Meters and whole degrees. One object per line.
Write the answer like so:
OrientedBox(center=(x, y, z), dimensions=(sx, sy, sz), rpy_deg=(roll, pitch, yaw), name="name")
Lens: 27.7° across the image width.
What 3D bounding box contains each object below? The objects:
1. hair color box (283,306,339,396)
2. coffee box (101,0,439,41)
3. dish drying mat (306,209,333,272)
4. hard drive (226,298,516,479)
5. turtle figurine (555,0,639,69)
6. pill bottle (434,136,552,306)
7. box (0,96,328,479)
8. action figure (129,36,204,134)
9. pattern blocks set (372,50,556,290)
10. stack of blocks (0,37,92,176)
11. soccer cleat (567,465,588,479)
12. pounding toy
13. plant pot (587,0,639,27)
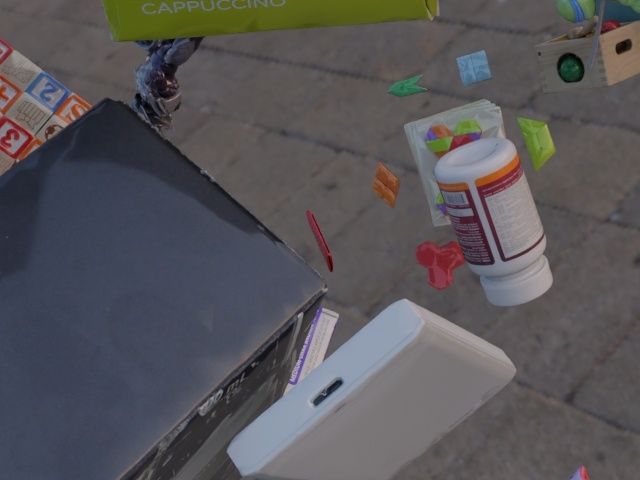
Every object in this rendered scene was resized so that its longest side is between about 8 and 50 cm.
OrientedBox(center=(-0.166, 0.133, 1.704), dimensions=(0.110, 0.339, 0.185), rpy_deg=(112, 177, -67), name="hair color box")
OrientedBox(center=(-0.064, -0.428, 1.243), dimensions=(0.338, 0.338, 0.334), rpy_deg=(-4, 58, 1), name="coffee box")
OrientedBox(center=(0.000, 0.000, 1.596), dimensions=(0.008, 0.032, 0.083), rpy_deg=(-18, 48, -7), name="dish drying mat")
OrientedBox(center=(0.060, 0.155, 1.210), dimensions=(0.203, 0.307, 0.040), rpy_deg=(-41, 65, 9), name="hard drive")
OrientedBox(center=(0.424, -0.319, 1.597), dimensions=(0.266, 0.274, 0.198), rpy_deg=(-40, 17, 4), name="turtle figurine")
OrientedBox(center=(0.251, -0.025, 1.847), dimensions=(0.121, 0.221, 0.121), rpy_deg=(-19, 21, 8), name="pill bottle")
OrientedBox(center=(-0.285, 0.200, 1.257), dimensions=(0.297, 0.471, 0.480), rpy_deg=(40, 61, 13), name="box")
OrientedBox(center=(-0.214, -0.273, 1.841), dimensions=(0.285, 0.099, 0.185), rpy_deg=(-56, 46, 28), name="action figure")
OrientedBox(center=(0.219, -0.113, 1.997), dimensions=(0.285, 0.324, 0.026), rpy_deg=(-25, 2, 13), name="pattern blocks set")
OrientedBox(center=(-0.368, -0.116, 1.540), dimensions=(0.087, 0.297, 0.171), rpy_deg=(-41, 15, 53), name="stack of blocks")
OrientedBox(center=(0.353, 0.306, 1.326), dimensions=(0.248, 0.083, 0.095), rpy_deg=(16, 56, 29), name="soccer cleat")
OrientedBox(center=(0.374, -0.266, 1.800), dimensions=(0.130, 0.100, 0.141), rpy_deg=(-2, 17, 46), name="pounding toy")
OrientedBox(center=(0.504, -0.362, 1.908), dimensions=(0.195, 0.290, 0.290), rpy_deg=(-58, 21, 25), name="plant pot")
